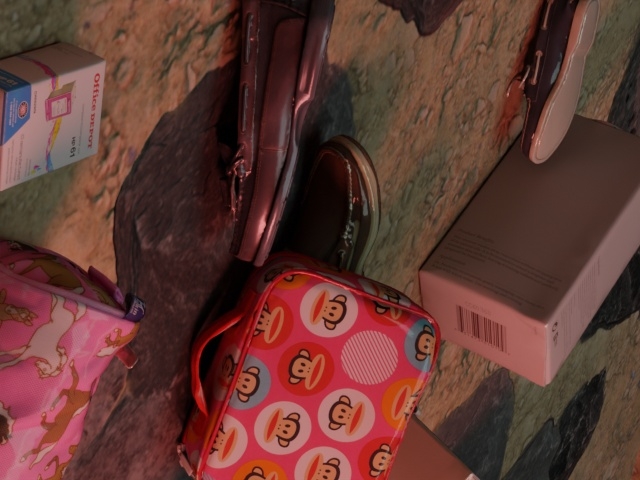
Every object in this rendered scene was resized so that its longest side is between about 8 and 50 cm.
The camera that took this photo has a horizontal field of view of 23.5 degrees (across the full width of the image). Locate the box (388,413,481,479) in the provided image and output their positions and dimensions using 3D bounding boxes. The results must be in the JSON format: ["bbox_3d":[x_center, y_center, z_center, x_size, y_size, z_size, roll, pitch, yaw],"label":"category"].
[{"bbox_3d":[0.073,0.237,1.872,0.094,0.275,0.113,-45,151,-3],"label":"box"}]

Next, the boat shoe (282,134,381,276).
[{"bbox_3d":[0.006,0.004,1.774,0.095,0.095,0.257,-30,136,-38],"label":"boat shoe"}]

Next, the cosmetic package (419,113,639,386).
[{"bbox_3d":[0.334,-0.004,2.264,0.385,0.217,0.156,-49,149,-29],"label":"cosmetic package"}]

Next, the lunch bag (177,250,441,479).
[{"bbox_3d":[-0.028,0.169,1.720,0.293,0.258,0.120,-67,-161,6],"label":"lunch bag"}]

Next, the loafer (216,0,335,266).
[{"bbox_3d":[-0.062,-0.119,1.567,0.109,0.095,0.302,-84,-171,-64],"label":"loafer"}]

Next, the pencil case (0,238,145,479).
[{"bbox_3d":[-0.283,0.196,1.302,0.160,0.167,0.386,-144,-104,-80],"label":"pencil case"}]

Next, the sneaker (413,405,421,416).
[{"bbox_3d":[0.050,0.292,2.028,0.235,0.153,0.094,-59,153,-15],"label":"sneaker"}]

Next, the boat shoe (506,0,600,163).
[{"bbox_3d":[0.327,-0.239,2.205,0.095,0.079,0.254,-12,120,-57],"label":"boat shoe"}]

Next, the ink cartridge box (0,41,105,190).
[{"bbox_3d":[-0.235,-0.103,1.257,0.122,0.052,0.088,-31,137,-53],"label":"ink cartridge box"}]
